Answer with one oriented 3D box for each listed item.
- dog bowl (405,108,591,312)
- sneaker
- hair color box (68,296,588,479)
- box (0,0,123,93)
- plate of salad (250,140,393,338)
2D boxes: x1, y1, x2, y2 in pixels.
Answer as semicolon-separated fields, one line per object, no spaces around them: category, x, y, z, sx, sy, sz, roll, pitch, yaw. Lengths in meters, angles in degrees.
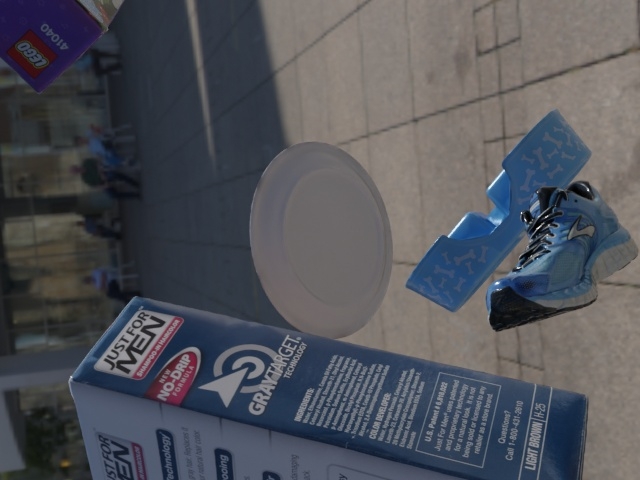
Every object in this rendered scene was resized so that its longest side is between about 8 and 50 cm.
dog bowl;0.231;-0.029;1.126;0.297;0.074;0.166;-52;-12;12
sneaker;0.143;0.005;0.562;0.063;0.162;0.073;-24;93;40
hair color box;0.004;0.166;0.650;0.105;0.347;0.174;-61;-23;-51
box;-0.224;-0.234;0.484;0.293;0.057;0.201;46;-160;-23
plate of salad;0.000;0.000;0.888;0.048;0.200;0.199;-11;84;45
